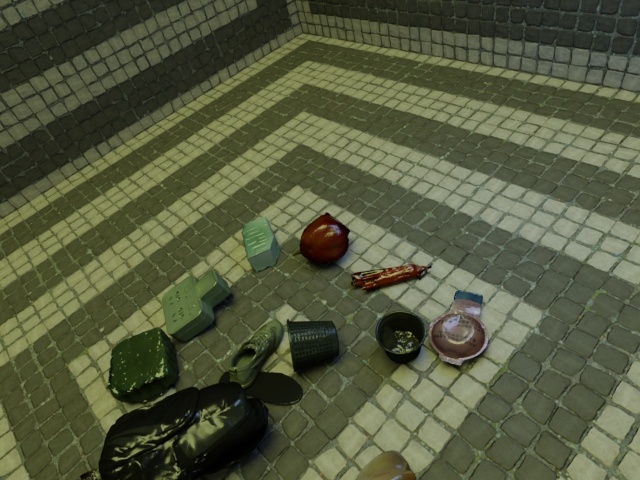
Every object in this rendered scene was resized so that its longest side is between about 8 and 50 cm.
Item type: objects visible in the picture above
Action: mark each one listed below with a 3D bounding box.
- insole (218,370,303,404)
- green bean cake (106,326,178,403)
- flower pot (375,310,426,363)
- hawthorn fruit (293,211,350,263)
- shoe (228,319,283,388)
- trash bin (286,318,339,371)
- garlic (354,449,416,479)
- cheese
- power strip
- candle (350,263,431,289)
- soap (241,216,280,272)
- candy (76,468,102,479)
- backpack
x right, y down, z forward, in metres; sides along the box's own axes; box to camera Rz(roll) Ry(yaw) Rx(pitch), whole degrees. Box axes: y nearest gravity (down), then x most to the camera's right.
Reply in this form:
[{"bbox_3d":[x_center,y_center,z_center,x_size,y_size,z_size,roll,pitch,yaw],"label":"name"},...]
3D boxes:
[{"bbox_3d":[-0.202,0.484,1.468,0.309,0.012,0.110,0,45,18],"label":"insole"},{"bbox_3d":[-0.630,0.448,1.567,0.222,0.125,0.227,-20,46,-5],"label":"green bean cake"},{"bbox_3d":[0.258,0.318,1.413,0.157,0.107,0.157,-7,45,7],"label":"flower pot"},{"bbox_3d":[0.000,0.000,1.752,0.251,0.189,0.189,-25,44,-1],"label":"hawthorn fruit"},{"bbox_3d":[-0.223,0.372,1.520,0.103,0.098,0.275,11,46,24],"label":"shoe"},{"bbox_3d":[-0.024,0.335,1.463,0.161,0.175,0.175,-8,44,-7],"label":"trash bin"},{"bbox_3d":[0.164,0.667,1.106,0.228,0.110,0.217,-33,49,-14],"label":"garlic"},{"bbox_3d":[0.450,0.272,1.418,0.188,0.074,0.286,9,47,25],"label":"cheese"},{"bbox_3d":[-0.472,0.246,1.732,0.261,0.141,0.229,-36,44,3],"label":"power strip"},{"bbox_3d":[0.259,0.127,1.633,0.301,0.059,0.084,-13,54,5],"label":"candle"},{"bbox_3d":[-0.258,0.015,1.889,0.145,0.091,0.230,-24,43,-5],"label":"soap"},{"bbox_3d":[-0.726,0.741,1.365,0.226,0.051,0.094,-23,41,-4],"label":"candy"},{"bbox_3d":[-0.366,0.557,1.260,0.445,0.255,0.363,-23,8,-16],"label":"backpack"}]
